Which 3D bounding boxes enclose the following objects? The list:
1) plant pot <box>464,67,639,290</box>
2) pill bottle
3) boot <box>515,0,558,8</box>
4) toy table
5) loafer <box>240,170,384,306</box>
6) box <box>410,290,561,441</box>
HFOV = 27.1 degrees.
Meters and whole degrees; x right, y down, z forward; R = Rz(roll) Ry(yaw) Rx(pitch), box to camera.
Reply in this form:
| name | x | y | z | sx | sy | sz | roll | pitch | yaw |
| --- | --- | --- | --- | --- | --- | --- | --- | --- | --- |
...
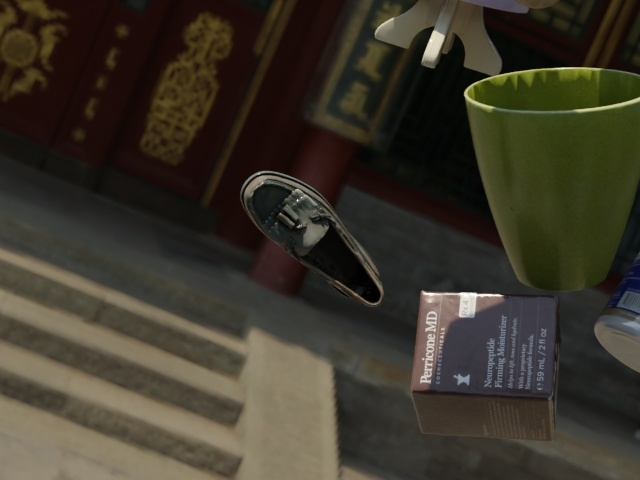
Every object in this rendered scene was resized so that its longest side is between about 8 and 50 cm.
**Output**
| name | x | y | z | sx | sy | sz | roll | pitch | yaw |
| --- | --- | --- | --- | --- | --- | --- | --- | --- | --- |
| plant pot | 0.357 | -0.083 | 1.970 | 0.275 | 0.293 | 0.275 | -4 | 19 | 1 |
| pill bottle | 0.550 | 0.071 | 2.046 | 0.153 | 0.264 | 0.153 | 33 | -16 | 11 |
| boot | 0.135 | -0.338 | 1.280 | 0.104 | 0.295 | 0.211 | -11 | -5 | -26 |
| toy table | 0.250 | -0.428 | 2.561 | 0.274 | 0.160 | 0.252 | 22 | 21 | 18 |
| loafer | 0.000 | 0.000 | 1.881 | 0.267 | 0.096 | 0.084 | 41 | 4 | -29 |
| box | 0.248 | 0.186 | 1.955 | 0.203 | 0.168 | 0.167 | 2 | -29 | 12 |
